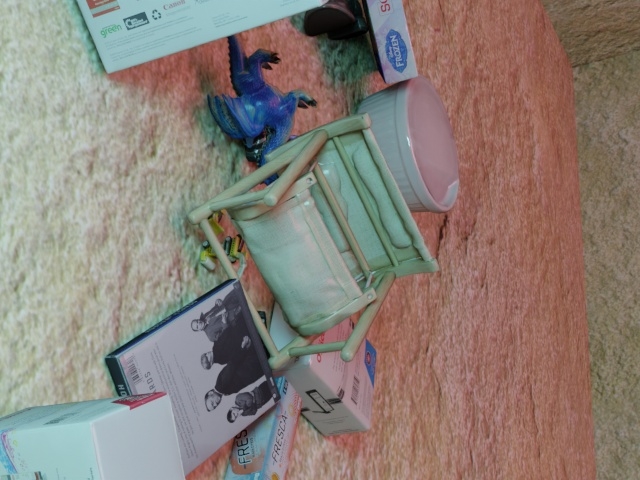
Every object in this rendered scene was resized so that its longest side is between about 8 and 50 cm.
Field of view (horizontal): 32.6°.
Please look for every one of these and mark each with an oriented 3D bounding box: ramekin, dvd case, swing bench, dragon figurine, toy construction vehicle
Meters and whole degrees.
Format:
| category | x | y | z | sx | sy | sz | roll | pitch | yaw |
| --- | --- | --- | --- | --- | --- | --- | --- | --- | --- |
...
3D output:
| category | x | y | z | sx | sy | sz | roll | pitch | yaw |
| --- | --- | --- | --- | --- | --- | --- | --- | --- | --- |
| ramekin | 0.163 | -0.175 | 2.111 | 0.273 | 0.127 | 0.273 | 39 | 44 | -53 |
| dvd case | -0.152 | 0.174 | 1.365 | 0.238 | 0.029 | 0.179 | -32 | 109 | -50 |
| swing bench | 0.000 | 0.000 | 1.500 | 0.254 | 0.165 | 0.253 | -42 | 113 | -43 |
| dragon figurine | -0.106 | -0.197 | 1.572 | 0.144 | 0.085 | 0.289 | -45 | 109 | -13 |
| toy construction vehicle | -0.132 | 0.004 | 1.527 | 0.086 | 0.035 | 0.098 | 50 | 37 | -45 |

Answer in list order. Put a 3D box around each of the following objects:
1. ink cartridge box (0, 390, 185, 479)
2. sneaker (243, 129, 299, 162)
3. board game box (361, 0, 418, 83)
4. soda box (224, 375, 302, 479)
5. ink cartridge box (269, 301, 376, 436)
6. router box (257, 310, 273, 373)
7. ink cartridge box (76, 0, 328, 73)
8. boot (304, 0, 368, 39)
| category | x | y | z | sx | sy | sz | roll | pitch | yaw |
| --- | --- | --- | --- | --- | --- | --- | --- | --- | --- |
| ink cartridge box | -0.240 | 0.225 | 1.045 | 0.128 | 0.176 | 0.127 | -15 | 95 | -64 |
| sneaker | -0.063 | -0.131 | 1.709 | 0.188 | 0.067 | 0.078 | 16 | 74 | -58 |
| board game box | 0.108 | -0.467 | 2.056 | 0.319 | 0.065 | 0.318 | -88 | 165 | -78 |
| soda box | -0.077 | 0.278 | 1.492 | 0.063 | 0.058 | 0.183 | 57 | 32 | -37 |
| ink cartridge box | 0.003 | 0.185 | 1.668 | 0.203 | 0.085 | 0.148 | 52 | 35 | -42 |
| router box | -0.114 | 0.142 | 1.499 | 0.122 | 0.038 | 0.092 | 13 | 67 | -62 |
| ink cartridge box | -0.156 | -0.377 | 1.296 | 0.130 | 0.309 | 0.272 | -51 | 125 | -57 |
| boot | 0.008 | -0.489 | 1.990 | 0.263 | 0.091 | 0.229 | -13 | 90 | -75 |
